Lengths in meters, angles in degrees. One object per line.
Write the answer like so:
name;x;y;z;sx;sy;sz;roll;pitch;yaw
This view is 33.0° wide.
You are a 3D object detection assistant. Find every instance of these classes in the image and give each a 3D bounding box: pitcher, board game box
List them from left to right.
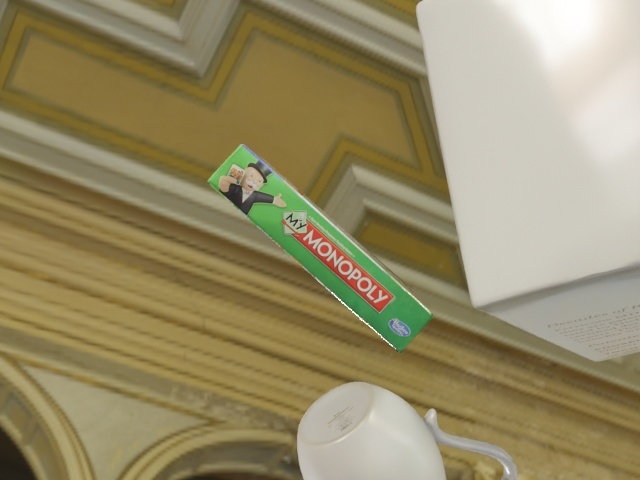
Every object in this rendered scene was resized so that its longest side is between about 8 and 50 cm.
board game box;0.000;0.000;1.032;0.213;0.317;0.046;42;-88;-2
pitcher;0.087;0.220;1.040;0.178;0.125;0.207;-39;-65;-10

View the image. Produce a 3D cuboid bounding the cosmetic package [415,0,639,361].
cosmetic package;0.344;-0.089;1.098;0.327;0.329;0.394;-17;-21;26
